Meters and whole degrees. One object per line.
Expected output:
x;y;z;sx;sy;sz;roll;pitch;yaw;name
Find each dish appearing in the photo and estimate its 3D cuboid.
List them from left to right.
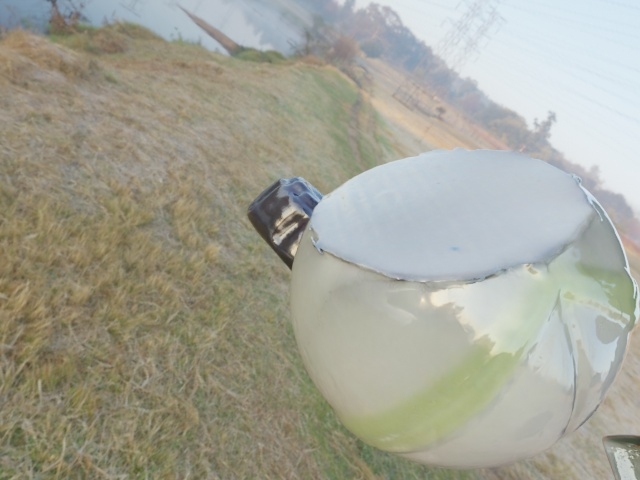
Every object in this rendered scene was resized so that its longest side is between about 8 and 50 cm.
0.589;0.441;0.844;0.064;0.154;0.234;-9;73;-15;dish

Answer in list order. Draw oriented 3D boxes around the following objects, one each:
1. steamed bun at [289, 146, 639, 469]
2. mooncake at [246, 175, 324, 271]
0.124;0.083;0.481;0.310;0.309;0.309;34;19;-13;steamed bun
0.000;0.000;0.936;0.283;0.141;0.283;44;4;-4;mooncake
